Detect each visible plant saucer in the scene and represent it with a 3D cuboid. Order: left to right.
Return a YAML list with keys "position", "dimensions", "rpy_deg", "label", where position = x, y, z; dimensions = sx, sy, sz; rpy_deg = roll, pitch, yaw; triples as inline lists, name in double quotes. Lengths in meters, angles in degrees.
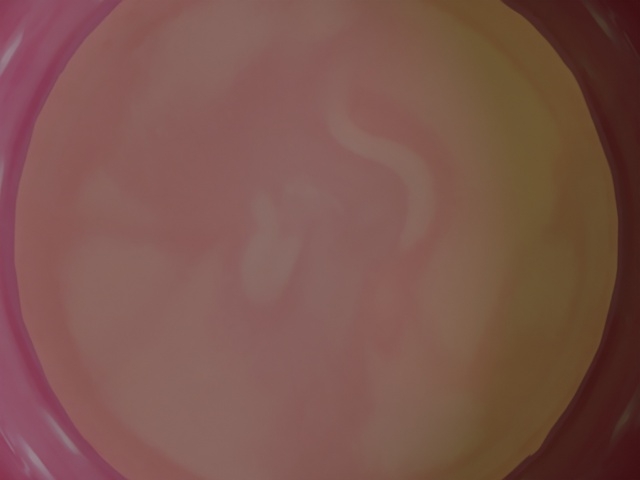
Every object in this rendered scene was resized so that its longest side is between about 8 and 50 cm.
- position: [0.000, 0.000, 0.617]
  dimensions: [0.332, 0.084, 0.332]
  rpy_deg: [0, 91, -3]
  label: "plant saucer"
